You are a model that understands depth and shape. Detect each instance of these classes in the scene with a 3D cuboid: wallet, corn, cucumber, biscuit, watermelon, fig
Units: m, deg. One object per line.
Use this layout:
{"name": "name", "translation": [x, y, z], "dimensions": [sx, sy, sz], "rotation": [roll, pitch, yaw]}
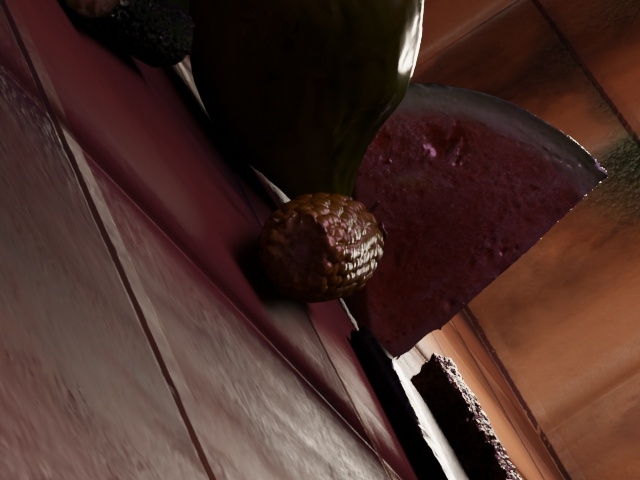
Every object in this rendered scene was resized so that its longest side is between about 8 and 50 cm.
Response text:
{"name": "wallet", "translation": [0.111, 0.207, 1.596], "dimensions": [0.146, 0.030, 0.285], "rotation": [57, 3, -44]}
{"name": "corn", "translation": [-0.001, 0.005, 1.419], "dimensions": [0.260, 0.091, 0.091], "rotation": [6, 93, -83]}
{"name": "cucumber", "translation": [-0.148, -0.172, 1.337], "dimensions": [0.058, 0.058, 0.187], "rotation": [59, 7, 12]}
{"name": "biscuit", "translation": [0.143, 0.200, 1.723], "dimensions": [0.034, 0.064, 0.199], "rotation": [17, 34, -47]}
{"name": "watermelon", "translation": [0.123, -0.041, 1.817], "dimensions": [0.283, 0.250, 0.292], "rotation": [24, 30, -25]}
{"name": "fig", "translation": [-0.009, -0.147, 1.639], "dimensions": [0.233, 0.233, 0.314], "rotation": [-56, 144, -84]}

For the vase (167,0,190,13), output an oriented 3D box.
{"name": "vase", "translation": [-0.048, -0.211, 1.966], "dimensions": [0.165, 0.165, 0.360], "rotation": [60, 11, 25]}
